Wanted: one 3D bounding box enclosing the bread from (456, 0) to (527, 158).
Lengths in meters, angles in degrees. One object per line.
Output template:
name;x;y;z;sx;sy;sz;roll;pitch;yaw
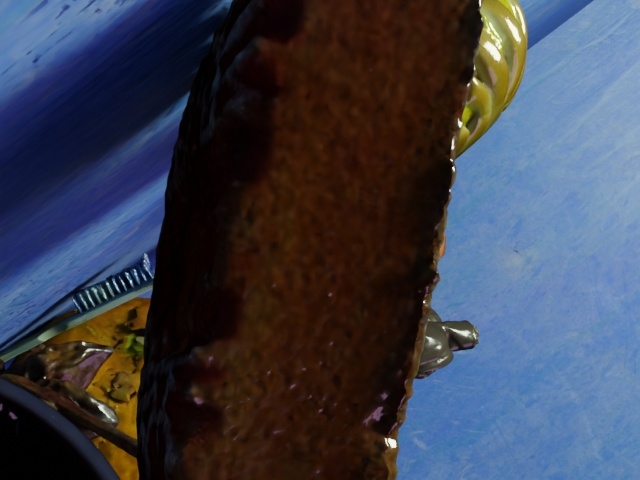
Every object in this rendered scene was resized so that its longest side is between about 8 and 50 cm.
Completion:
bread;0.079;-0.109;0.854;0.213;0.104;0.213;-39;177;-3

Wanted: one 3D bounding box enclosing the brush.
brush;-0.212;0.063;0.923;0.179;0.030;0.033;-27;-165;-1

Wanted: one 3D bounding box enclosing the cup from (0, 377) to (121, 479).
cup;-0.185;0.170;0.552;0.288;0.208;0.273;-6;169;-22

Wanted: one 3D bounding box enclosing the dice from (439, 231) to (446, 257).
dice;0.000;0.000;1.095;0.174;0.179;0.175;-35;173;-38

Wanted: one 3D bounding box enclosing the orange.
orange;-0.171;0.173;1.007;0.246;0.246;0.246;-37;179;-1

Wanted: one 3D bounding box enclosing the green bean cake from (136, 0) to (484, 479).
green bean cake;-0.016;0.017;0.464;0.097;0.232;0.198;9;171;-15

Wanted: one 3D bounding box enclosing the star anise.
star anise;-0.191;0.119;0.772;0.234;0.073;0.177;-10;-143;-4

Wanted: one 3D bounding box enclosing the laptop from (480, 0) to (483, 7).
laptop;0.033;-0.073;0.645;0.154;0.026;0.207;-39;-155;54

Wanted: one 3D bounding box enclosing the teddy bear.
teddy bear;0.083;0.086;1.043;0.120;0.077;0.160;-3;180;-5
